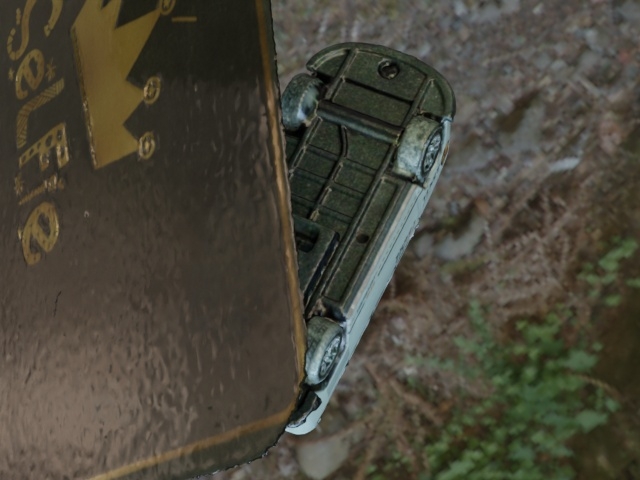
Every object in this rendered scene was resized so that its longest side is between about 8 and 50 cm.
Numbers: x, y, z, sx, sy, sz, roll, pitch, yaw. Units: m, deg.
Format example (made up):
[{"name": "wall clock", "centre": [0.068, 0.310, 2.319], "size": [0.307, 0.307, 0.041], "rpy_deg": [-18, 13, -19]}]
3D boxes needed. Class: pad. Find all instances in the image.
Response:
[{"name": "pad", "centre": [-0.144, -0.064, 0.523], "size": [0.063, 0.375, 0.315], "rpy_deg": [10, 154, -40]}]

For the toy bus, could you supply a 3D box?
[{"name": "toy bus", "centre": [0.000, 0.000, 0.568], "size": [0.193, 0.087, 0.089], "rpy_deg": [-63, 163, -17]}]
